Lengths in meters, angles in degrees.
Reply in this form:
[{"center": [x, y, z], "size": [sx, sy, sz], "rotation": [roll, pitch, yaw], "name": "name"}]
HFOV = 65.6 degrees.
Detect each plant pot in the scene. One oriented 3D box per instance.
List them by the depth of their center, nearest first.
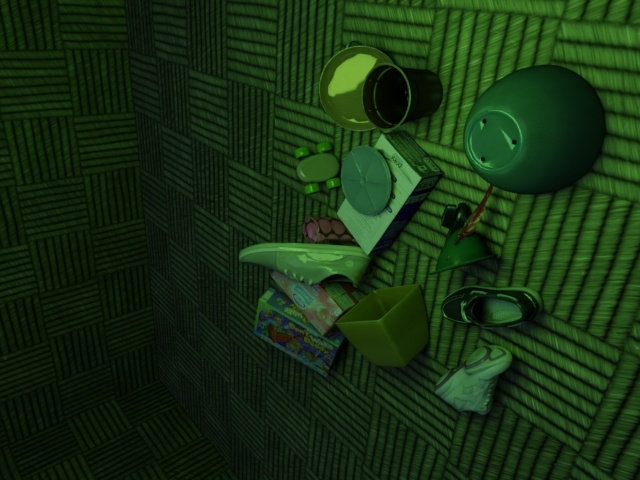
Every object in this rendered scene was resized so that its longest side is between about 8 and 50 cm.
[{"center": [0.429, -0.230, 1.090], "size": [0.290, 0.195, 0.290], "rotation": [23, 121, 45], "name": "plant pot"}, {"center": [0.223, -0.382, 1.304], "size": [0.167, 0.165, 0.167], "rotation": [24, 123, 44], "name": "plant pot"}, {"center": [0.115, -0.436, 1.432], "size": [0.236, 0.032, 0.236], "rotation": [4, 115, 9], "name": "plant pot"}, {"center": [0.217, 0.277, 1.557], "size": [0.212, 0.212, 0.187], "rotation": [-17, 103, 52], "name": "plant pot"}]

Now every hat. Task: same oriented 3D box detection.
[{"center": [0.358, -0.024, 1.301], "size": [0.173, 0.208, 0.183], "rotation": [41, -147, -81], "name": "hat"}]

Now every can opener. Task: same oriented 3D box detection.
[{"center": [0.364, -0.024, 1.367], "size": [0.073, 0.059, 0.186], "rotation": [16, 130, 17], "name": "can opener"}]

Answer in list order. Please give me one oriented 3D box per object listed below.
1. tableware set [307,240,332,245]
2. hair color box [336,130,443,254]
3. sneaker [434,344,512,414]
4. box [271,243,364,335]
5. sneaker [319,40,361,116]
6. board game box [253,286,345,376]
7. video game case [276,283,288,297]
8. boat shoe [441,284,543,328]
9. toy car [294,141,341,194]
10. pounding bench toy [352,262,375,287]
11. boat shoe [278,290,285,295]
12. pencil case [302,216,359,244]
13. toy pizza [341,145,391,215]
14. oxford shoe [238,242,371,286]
[{"center": [0.000, 0.000, 1.841], "size": [0.154, 0.024, 0.104], "rotation": [-16, 92, 52], "name": "tableware set"}, {"center": [0.195, -0.136, 1.484], "size": [0.185, 0.110, 0.339], "rotation": [55, 140, 24], "name": "hair color box"}, {"center": [0.456, 0.398, 1.399], "size": [0.152, 0.114, 0.305], "rotation": [45, 140, 11], "name": "sneaker"}, {"center": [-0.012, 0.171, 1.775], "size": [0.300, 0.154, 0.142], "rotation": [47, 122, 19], "name": "box"}, {"center": [0.063, -0.482, 1.522], "size": [0.163, 0.086, 0.226], "rotation": [11, 113, 45], "name": "sneaker"}, {"center": [-0.086, 0.353, 1.913], "size": [0.347, 0.078, 0.233], "rotation": [28, 136, 13], "name": "board game box"}, {"center": [-0.044, 0.243, 1.981], "size": [0.329, 0.036, 0.300], "rotation": [-29, 81, 51], "name": "video game case"}, {"center": [0.432, 0.179, 1.331], "size": [0.302, 0.091, 0.114], "rotation": [-22, 86, 52], "name": "boat shoe"}, {"center": [-0.019, -0.235, 1.721], "size": [0.188, 0.149, 0.155], "rotation": [155, 100, -81], "name": "toy car"}, {"center": [0.143, 0.116, 1.678], "size": [0.052, 0.065, 0.083], "rotation": [39, 130, 36], "name": "pounding bench toy"}, {"center": [-0.178, 0.321, 2.078], "size": [0.109, 0.089, 0.258], "rotation": [48, 149, 40], "name": "boat shoe"}, {"center": [0.047, -0.027, 1.623], "size": [0.095, 0.209, 0.098], "rotation": [-48, 51, 44], "name": "pencil case"}, {"center": [0.134, -0.173, 1.434], "size": [0.201, 0.032, 0.201], "rotation": [20, 116, 47], "name": "toy pizza"}, {"center": [-0.061, 0.082, 1.621], "size": [0.449, 0.169, 0.130], "rotation": [3, 79, 14], "name": "oxford shoe"}]
